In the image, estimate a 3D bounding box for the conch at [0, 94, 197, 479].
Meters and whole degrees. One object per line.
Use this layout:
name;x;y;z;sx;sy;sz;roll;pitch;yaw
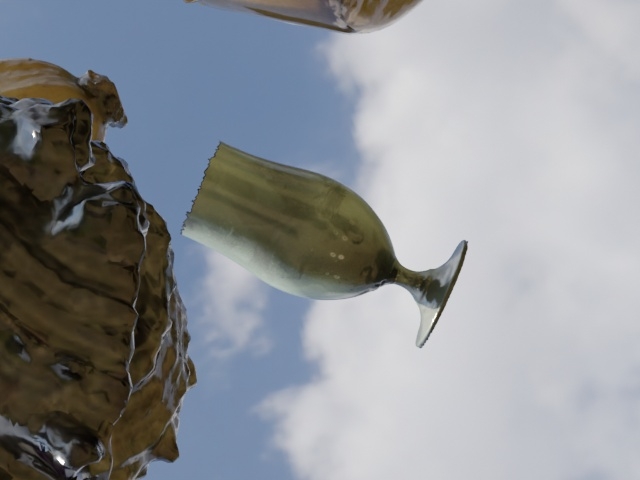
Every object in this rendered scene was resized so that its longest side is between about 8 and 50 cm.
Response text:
conch;-0.139;0.048;0.795;0.186;0.313;0.240;-31;-64;-1

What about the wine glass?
wine glass;0.000;0.000;1.395;0.202;0.093;0.093;25;-117;-2

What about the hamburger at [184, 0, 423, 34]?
hamburger;0.003;-0.254;1.047;0.170;0.302;0.302;25;-124;20

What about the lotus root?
lotus root;-0.288;-0.076;1.554;0.257;0.154;0.140;-27;-63;-8
